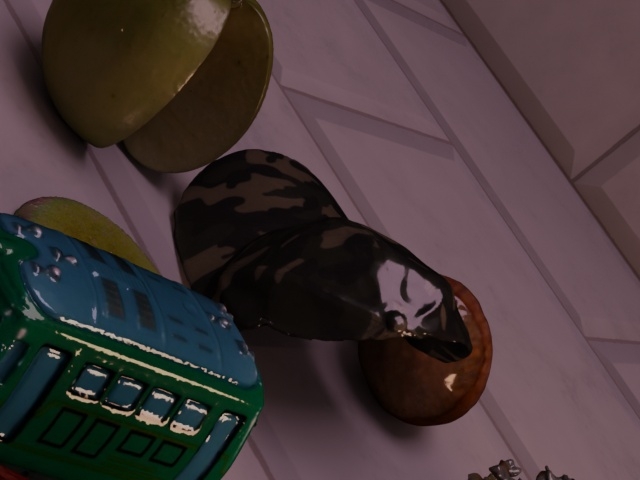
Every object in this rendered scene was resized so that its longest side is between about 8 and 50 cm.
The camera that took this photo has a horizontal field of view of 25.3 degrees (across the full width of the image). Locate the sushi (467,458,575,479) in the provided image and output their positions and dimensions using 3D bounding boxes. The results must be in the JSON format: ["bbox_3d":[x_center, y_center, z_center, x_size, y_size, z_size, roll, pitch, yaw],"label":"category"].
[{"bbox_3d":[0.269,0.432,1.581,0.417,0.176,0.417,43,26,-27],"label":"sushi"}]

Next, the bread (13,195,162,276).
[{"bbox_3d":[-0.238,0.039,1.543,0.228,0.033,0.228,42,23,-22],"label":"bread"}]

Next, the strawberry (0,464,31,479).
[{"bbox_3d":[-0.217,0.264,1.054,0.280,0.150,0.253,31,25,-34],"label":"strawberry"}]

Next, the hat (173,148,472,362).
[{"bbox_3d":[0.000,0.000,1.717,0.366,0.257,0.381,4,57,-31],"label":"hat"}]

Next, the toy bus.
[{"bbox_3d":[-0.215,0.110,1.240,0.343,0.199,0.183,26,22,-45],"label":"toy bus"}]

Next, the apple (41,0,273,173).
[{"bbox_3d":[-0.199,-0.231,1.773,0.292,0.254,0.292,40,19,-16],"label":"apple"}]

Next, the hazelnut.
[{"bbox_3d":[0.143,0.142,1.906,0.214,0.176,0.214,-2,90,-71],"label":"hazelnut"}]
